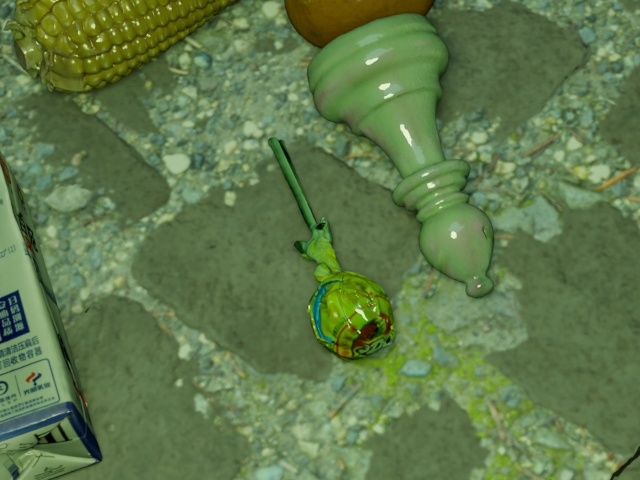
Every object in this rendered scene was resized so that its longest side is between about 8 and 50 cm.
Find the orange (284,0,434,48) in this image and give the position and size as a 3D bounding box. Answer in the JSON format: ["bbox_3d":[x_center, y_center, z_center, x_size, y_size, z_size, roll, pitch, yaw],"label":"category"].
[{"bbox_3d":[0.039,-0.254,1.637,0.156,0.156,0.124,-19,94,-3],"label":"orange"}]

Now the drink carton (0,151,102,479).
[{"bbox_3d":[-0.297,0.062,1.527,0.106,0.130,0.315,-18,61,-5],"label":"drink carton"}]

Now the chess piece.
[{"bbox_3d":[0.097,-0.068,1.568,0.139,0.139,0.272,-22,75,-5],"label":"chess piece"}]

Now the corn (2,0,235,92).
[{"bbox_3d":[-0.139,-0.282,1.680,0.387,0.144,0.144,-32,64,-9],"label":"corn"}]

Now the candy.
[{"bbox_3d":[-0.003,0.001,1.569,0.077,0.073,0.262,-36,54,18],"label":"candy"}]
